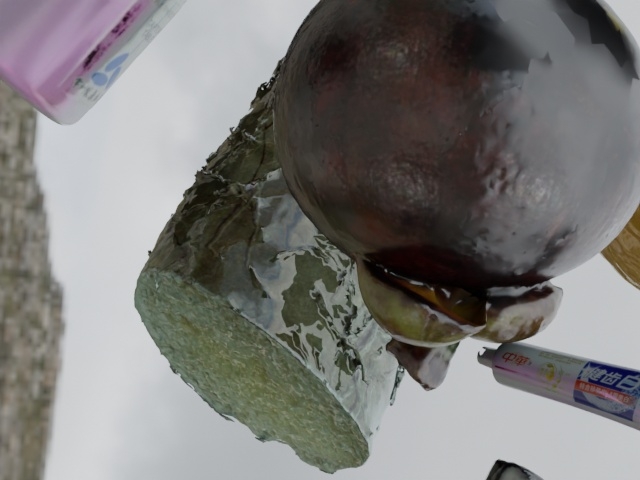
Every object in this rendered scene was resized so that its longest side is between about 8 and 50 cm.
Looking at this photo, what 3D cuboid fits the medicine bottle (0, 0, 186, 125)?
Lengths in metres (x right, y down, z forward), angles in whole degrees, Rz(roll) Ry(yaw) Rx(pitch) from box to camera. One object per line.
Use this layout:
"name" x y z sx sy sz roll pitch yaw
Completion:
"medicine bottle" -0.202 -0.241 1.333 0.254 0.152 0.152 -47 -160 0

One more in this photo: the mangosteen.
"mangosteen" 0.081 -0.042 0.864 0.228 0.228 0.265 -155 -110 -73

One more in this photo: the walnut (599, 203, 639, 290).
"walnut" 0.376 -0.030 1.532 0.225 0.193 0.193 51 -37 24

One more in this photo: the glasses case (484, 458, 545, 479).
"glasses case" 0.073 0.289 0.916 0.060 0.114 0.299 15 -117 36

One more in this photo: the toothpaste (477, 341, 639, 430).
"toothpaste" 0.159 0.084 0.838 0.170 0.028 0.045 13 -109 44

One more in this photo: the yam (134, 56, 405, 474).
"yam" 0.000 0.000 1.266 0.348 0.241 0.241 -63 -177 -31
